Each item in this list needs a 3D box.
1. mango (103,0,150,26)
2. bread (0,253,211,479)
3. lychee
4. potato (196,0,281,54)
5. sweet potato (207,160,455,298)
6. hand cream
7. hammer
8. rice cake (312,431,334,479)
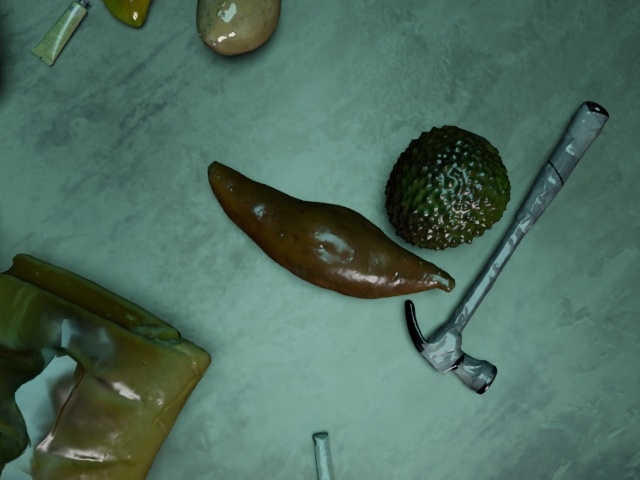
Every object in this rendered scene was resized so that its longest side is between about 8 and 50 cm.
[{"bbox_3d":[-0.261,-0.383,1.243,0.101,0.066,0.188,1,94,-2],"label":"mango"},{"bbox_3d":[-0.337,0.208,1.116,0.300,0.210,0.341,32,82,4],"label":"bread"},{"bbox_3d":[0.161,-0.063,1.195,0.171,0.171,0.171,0,86,-3],"label":"lychee"},{"bbox_3d":[-0.107,-0.310,1.225,0.112,0.112,0.147,20,78,-1],"label":"potato"},{"bbox_3d":[0.004,0.003,1.202,0.359,0.112,0.112,20,85,3],"label":"sweet potato"},{"bbox_3d":[-0.349,-0.286,1.251,0.035,0.022,0.102,36,90,0],"label":"hand cream"},{"bbox_3d":[0.271,-0.004,1.251,0.152,0.044,0.427,36,84,1],"label":"hammer"},{"bbox_3d":[0.008,0.315,1.222,0.022,0.021,0.121,-8,88,-8],"label":"rice cake"}]
